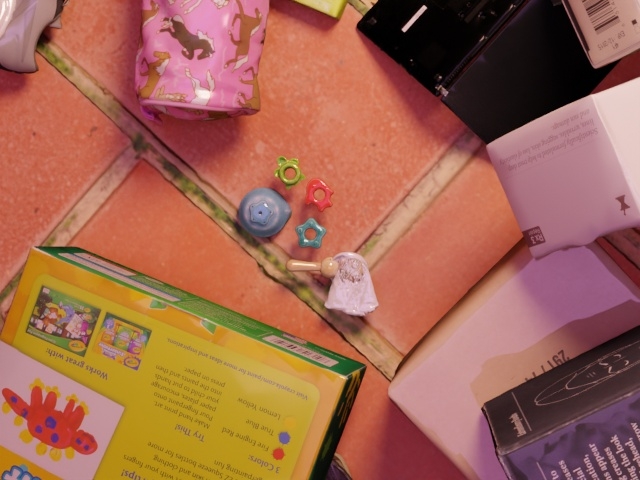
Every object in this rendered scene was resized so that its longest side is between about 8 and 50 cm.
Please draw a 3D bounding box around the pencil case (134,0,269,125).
[{"bbox_3d":[-0.154,-0.342,1.622,0.167,0.160,0.386,4,94,47],"label":"pencil case"}]

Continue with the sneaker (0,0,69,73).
[{"bbox_3d":[-0.382,-0.352,1.687,0.108,0.100,0.271,22,91,-19],"label":"sneaker"}]

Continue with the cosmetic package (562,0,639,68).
[{"bbox_3d":[0.441,-0.334,1.503,0.296,0.129,0.153,-23,89,-23],"label":"cosmetic package"}]

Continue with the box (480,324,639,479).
[{"bbox_3d":[0.399,0.205,1.346,0.395,0.293,0.212,-27,91,5],"label":"box"}]

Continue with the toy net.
[{"bbox_3d":[0.000,0.000,1.674,0.232,0.045,0.122,44,94,2],"label":"toy net"}]

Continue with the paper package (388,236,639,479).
[{"bbox_3d":[0.296,0.174,1.584,0.325,0.168,0.309,-44,87,5],"label":"paper package"}]

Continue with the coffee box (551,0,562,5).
[{"bbox_3d":[0.351,-0.368,1.572,0.184,0.040,0.113,-17,88,-30],"label":"coffee box"}]

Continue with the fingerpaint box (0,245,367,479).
[{"bbox_3d":[-0.214,0.256,1.632,0.444,0.163,0.371,21,94,12],"label":"fingerpaint box"}]

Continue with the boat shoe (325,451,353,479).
[{"bbox_3d":[0.036,0.355,1.678,0.056,0.049,0.152,-33,87,9],"label":"boat shoe"}]

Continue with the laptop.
[{"bbox_3d":[0.229,-0.274,1.652,0.234,0.136,0.264,-48,61,5],"label":"laptop"}]

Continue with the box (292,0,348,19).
[{"bbox_3d":[0.009,-0.395,1.657,0.109,0.042,0.178,23,95,5],"label":"box"}]

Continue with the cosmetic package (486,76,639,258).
[{"bbox_3d":[0.414,-0.124,1.451,0.385,0.217,0.156,-20,88,-30],"label":"cosmetic package"}]
